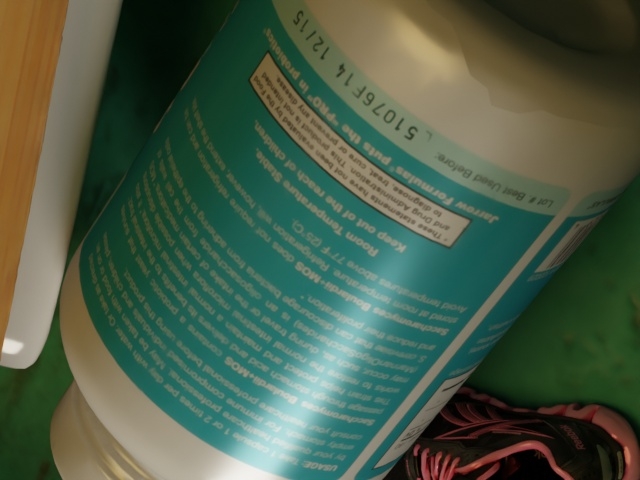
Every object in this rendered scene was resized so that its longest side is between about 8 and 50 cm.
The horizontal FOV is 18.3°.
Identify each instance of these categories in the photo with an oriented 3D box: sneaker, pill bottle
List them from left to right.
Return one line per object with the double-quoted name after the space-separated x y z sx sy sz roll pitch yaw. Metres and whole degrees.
0.000 0.000 0.717 0.146 0.146 0.264 45 122 14 "pill bottle"
0.059 0.085 0.758 0.119 0.057 0.047 -4 103 35 "sneaker"

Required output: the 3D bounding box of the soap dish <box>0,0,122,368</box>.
-0.199 -0.092 0.784 0.291 0.118 0.229 40 124 45 "soap dish"
